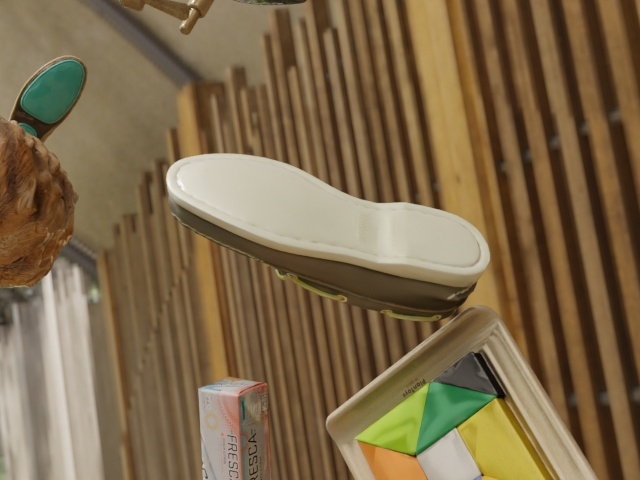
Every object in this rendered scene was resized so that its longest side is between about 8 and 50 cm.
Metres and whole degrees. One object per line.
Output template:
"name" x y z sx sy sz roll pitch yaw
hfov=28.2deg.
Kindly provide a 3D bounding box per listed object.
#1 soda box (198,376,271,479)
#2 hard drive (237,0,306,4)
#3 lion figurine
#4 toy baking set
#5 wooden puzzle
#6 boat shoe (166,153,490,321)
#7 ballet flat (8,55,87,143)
"soda box" -0.098 0.255 1.485 0.063 0.183 0.058 5 12 35
"hard drive" -0.030 -0.312 1.365 0.172 0.054 0.254 -35 27 -18
"lion figurine" -0.326 -0.086 0.894 0.142 0.240 0.392 -27 -60 20
"toy baking set" -0.198 -0.386 1.749 0.030 0.256 0.197 8 -27 32
"wooden puzzle" 0.132 0.215 1.210 0.221 0.239 0.044 -40 -24 22
"boat shoe" -0.001 0.003 1.180 0.304 0.109 0.091 15 -46 -6
"ballet flat" -0.435 -0.184 1.920 0.080 0.232 0.073 36 1 -17
